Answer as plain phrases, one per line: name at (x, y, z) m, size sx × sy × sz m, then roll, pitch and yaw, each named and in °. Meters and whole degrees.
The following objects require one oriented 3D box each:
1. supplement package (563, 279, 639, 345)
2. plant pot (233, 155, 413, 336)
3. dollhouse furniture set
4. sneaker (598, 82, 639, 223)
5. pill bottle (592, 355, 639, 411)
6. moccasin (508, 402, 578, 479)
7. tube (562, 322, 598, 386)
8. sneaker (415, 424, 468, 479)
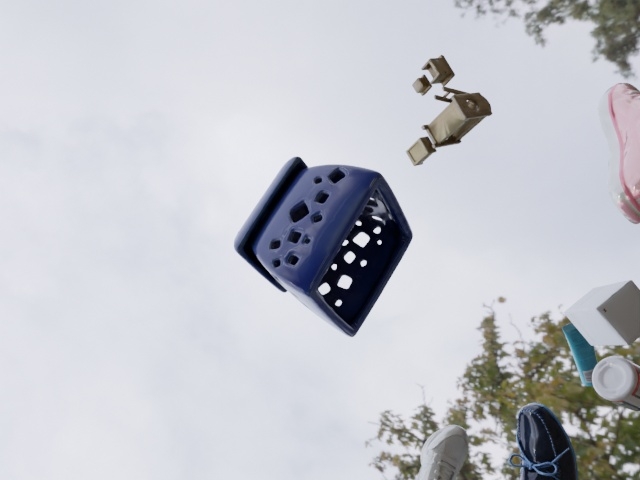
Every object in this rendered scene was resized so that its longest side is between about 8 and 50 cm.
supplement package at (0.659, 0.169, 1.340) m, size 0.105 × 0.179 × 0.105 m, roll -37°, pitch -98°, yaw -5°
plant pot at (0.000, 0.000, 1.043) m, size 0.236 × 0.212 × 0.236 m, roll -58°, pitch -33°, yaw -11°
dollhouse furniture set at (0.256, -0.286, 1.305) m, size 0.101 × 0.182 × 0.161 m, roll -16°, pitch -107°, yaw -37°
sneaker at (0.231, -0.075, 0.395) m, size 0.051 × 0.070 × 0.134 m, roll 34°, pitch -133°, yaw -15°
pill bottle at (0.761, 0.358, 1.443) m, size 0.180 × 0.108 × 0.108 m, roll 26°, pitch -106°, yaw -30°
moccasin at (0.534, 0.562, 1.384) m, size 0.117 × 0.138 × 0.342 m, roll -9°, pitch -101°, yaw -34°
tube at (0.737, 0.312, 1.651) m, size 0.080 × 0.052 × 0.207 m, roll -25°, pitch -71°, yaw -8°
sneaker at (0.285, 0.598, 1.420) m, size 0.114 × 0.152 × 0.305 m, roll 29°, pitch -92°, yaw -13°
